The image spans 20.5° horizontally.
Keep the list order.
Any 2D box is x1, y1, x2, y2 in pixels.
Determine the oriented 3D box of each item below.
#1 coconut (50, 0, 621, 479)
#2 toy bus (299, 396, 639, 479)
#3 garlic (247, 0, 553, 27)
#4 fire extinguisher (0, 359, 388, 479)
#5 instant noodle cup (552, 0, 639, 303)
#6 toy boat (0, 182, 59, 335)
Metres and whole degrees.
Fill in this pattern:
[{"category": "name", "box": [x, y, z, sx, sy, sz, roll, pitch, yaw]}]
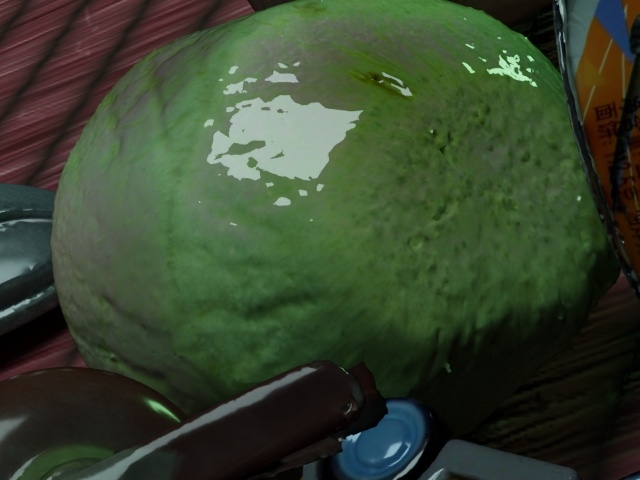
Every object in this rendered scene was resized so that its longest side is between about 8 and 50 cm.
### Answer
[{"category": "coconut", "box": [0.000, 0.000, 0.740, 0.236, 0.205, 0.236, -47, 24, 28]}, {"category": "toy bus", "box": [0.062, 0.146, 0.575, 0.209, 0.126, 0.136, 11, 59, 43]}, {"category": "garlic", "box": [0.073, -0.253, 0.949, 0.317, 0.259, 0.317, -30, 47, 38]}, {"category": "fire extinguisher", "box": [-0.077, 0.096, 0.606, 0.147, 0.106, 0.337, -26, -4, -22]}, {"category": "instant noodle cup", "box": [0.225, -0.067, 0.618, 0.214, 0.296, 0.296, -15, 35, 32]}, {"category": "toy boat", "box": [-0.259, 0.031, 0.985, 0.320, 0.092, 0.141, -12, 36, 11]}]
